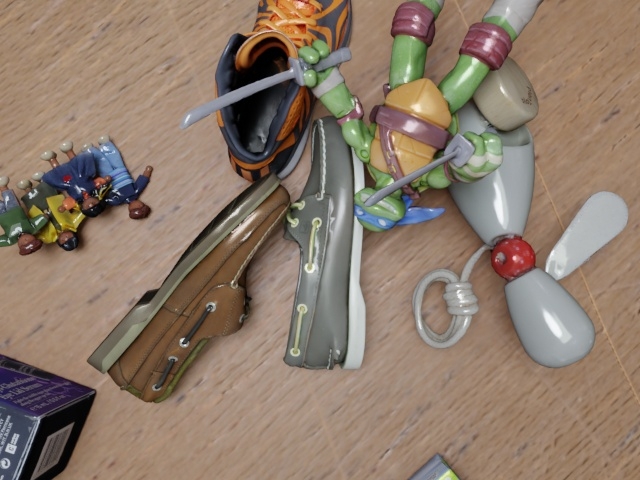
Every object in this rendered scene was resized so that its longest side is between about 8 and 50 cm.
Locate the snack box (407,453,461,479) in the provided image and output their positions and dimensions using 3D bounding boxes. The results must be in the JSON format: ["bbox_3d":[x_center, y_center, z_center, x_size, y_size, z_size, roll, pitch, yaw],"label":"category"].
[{"bbox_3d":[0.146,0.390,0.657,0.174,0.070,0.207,-41,86,-4],"label":"snack box"}]

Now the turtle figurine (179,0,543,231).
[{"bbox_3d":[0.077,-0.142,0.501,0.275,0.198,0.266,24,93,-36],"label":"turtle figurine"}]

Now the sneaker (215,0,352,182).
[{"bbox_3d":[-0.032,-0.226,0.643,0.125,0.180,0.321,12,86,-1],"label":"sneaker"}]

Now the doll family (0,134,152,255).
[{"bbox_3d":[-0.293,-0.047,0.678,0.193,0.076,0.111,-34,83,-7],"label":"doll family"}]

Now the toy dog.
[{"bbox_3d":[0.223,-0.036,0.653,0.161,0.220,0.333,-5,90,-40],"label":"toy dog"}]

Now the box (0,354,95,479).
[{"bbox_3d":[-0.384,0.190,0.617,0.207,0.153,0.108,21,85,-1],"label":"box"}]

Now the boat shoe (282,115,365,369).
[{"bbox_3d":[0.001,0.000,0.664,0.091,0.109,0.305,-1,89,-6],"label":"boat shoe"}]

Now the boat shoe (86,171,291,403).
[{"bbox_3d":[-0.128,0.058,0.658,0.104,0.110,0.307,42,101,-11],"label":"boat shoe"}]
